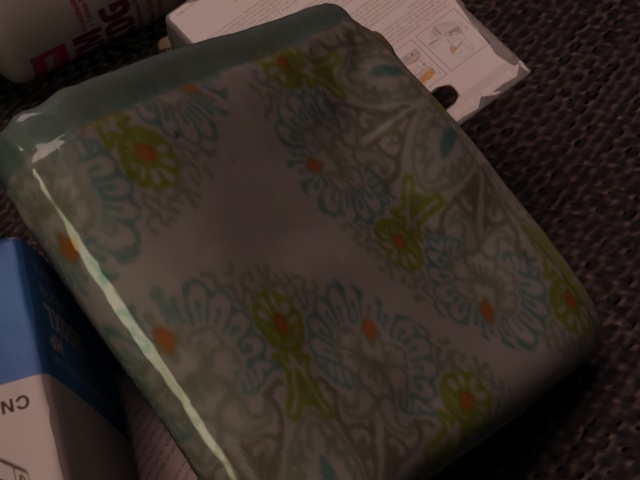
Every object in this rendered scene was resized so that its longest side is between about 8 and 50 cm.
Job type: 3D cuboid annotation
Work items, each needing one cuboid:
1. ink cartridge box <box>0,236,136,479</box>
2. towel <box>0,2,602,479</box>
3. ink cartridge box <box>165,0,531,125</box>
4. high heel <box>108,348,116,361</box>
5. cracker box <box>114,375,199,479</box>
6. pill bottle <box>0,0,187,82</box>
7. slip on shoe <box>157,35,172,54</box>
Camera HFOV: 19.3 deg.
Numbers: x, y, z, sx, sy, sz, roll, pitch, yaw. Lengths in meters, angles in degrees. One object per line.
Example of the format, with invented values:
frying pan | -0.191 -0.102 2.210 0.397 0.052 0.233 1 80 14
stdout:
ink cartridge box | -0.245 0.236 1.096 0.285 0.166 0.395 -18 66 5
towel | 0.000 0.010 1.228 0.374 0.320 0.090 -27 -14 -49
ink cartridge box | 0.019 -0.143 1.468 0.189 0.066 0.232 -37 70 -12
high heel | -0.202 0.109 1.454 0.244 0.082 0.117 -11 60 -6
cracker box | -0.144 0.174 1.229 0.232 0.067 0.155 24 74 21
pill bottle | -0.267 -0.252 1.841 0.283 0.160 0.160 -27 38 -9
slip on shoe | -0.085 -0.181 1.776 0.135 0.051 0.041 -11 77 -2
